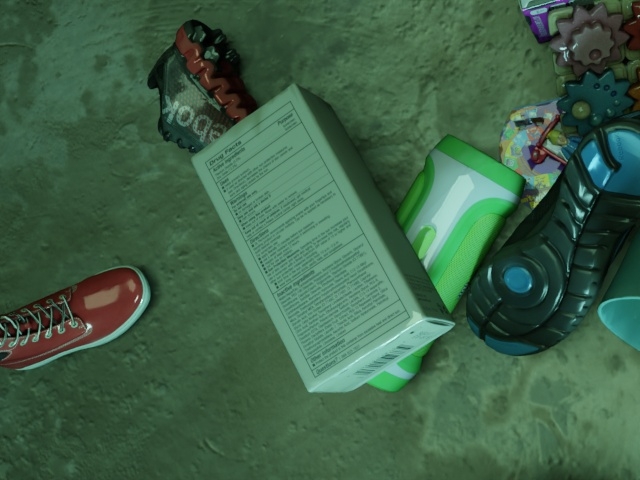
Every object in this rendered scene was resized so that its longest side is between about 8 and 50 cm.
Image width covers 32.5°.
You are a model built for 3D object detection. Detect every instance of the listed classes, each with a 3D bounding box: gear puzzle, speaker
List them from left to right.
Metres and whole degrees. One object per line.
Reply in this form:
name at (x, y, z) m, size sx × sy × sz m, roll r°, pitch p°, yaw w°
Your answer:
speaker at (0.122, 0.028, 1.305) m, size 0.131 × 0.131 × 0.296 m, roll 32°, pitch 97°, yaw 17°
gear puzzle at (0.427, -0.204, 1.207) m, size 0.339 × 0.044 × 0.175 m, roll -11°, pitch 124°, yaw 7°

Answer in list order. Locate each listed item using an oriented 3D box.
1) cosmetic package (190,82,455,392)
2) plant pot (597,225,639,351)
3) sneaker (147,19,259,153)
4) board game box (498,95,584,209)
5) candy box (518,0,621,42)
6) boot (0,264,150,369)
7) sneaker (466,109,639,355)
cosmetic package at (0.000, 0.000, 1.232) m, size 0.160 × 0.113 × 0.309 m, roll -33°, pitch 70°, yaw 17°
plant pot at (0.465, 0.017, 1.124) m, size 0.293 × 0.293 × 0.235 m, roll 20°, pitch 78°, yaw 18°
sneaker at (-0.130, -0.141, 1.412) m, size 0.135 × 0.098 × 0.276 m, roll -36°, pitch 81°, yaw 20°
board game box at (0.295, -0.108, 1.307) m, size 0.169 × 0.033 × 0.133 m, roll -11°, pitch 83°, yaw 17°
candy box at (0.343, -0.299, 1.237) m, size 0.233 × 0.159 × 0.071 m, roll -13°, pitch 82°, yaw 17°
boot at (-0.352, 0.104, 1.426) m, size 0.244 × 0.176 × 0.088 m, roll -28°, pitch 77°, yaw 13°
sneaker at (0.290, -0.002, 1.245) m, size 0.125 × 0.140 × 0.341 m, roll 40°, pitch 125°, yaw 10°
